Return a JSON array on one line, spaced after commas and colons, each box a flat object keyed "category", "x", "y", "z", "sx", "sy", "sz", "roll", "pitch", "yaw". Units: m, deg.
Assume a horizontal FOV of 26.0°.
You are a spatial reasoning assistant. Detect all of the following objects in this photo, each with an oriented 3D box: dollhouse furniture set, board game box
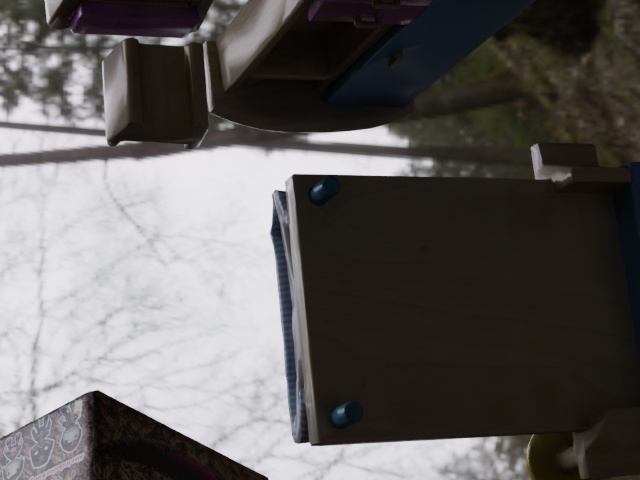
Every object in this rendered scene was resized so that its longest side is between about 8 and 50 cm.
[{"category": "dollhouse furniture set", "x": 0.000, "y": 0.000, "z": 0.732, "sx": 0.286, "sy": 0.198, "sz": 0.303, "roll": -2, "pitch": -105, "yaw": -22}, {"category": "board game box", "x": -0.152, "y": 0.308, "z": 1.123, "sx": 0.232, "sy": 0.141, "sz": 0.291, "roll": 35, "pitch": -144, "yaw": -43}]
